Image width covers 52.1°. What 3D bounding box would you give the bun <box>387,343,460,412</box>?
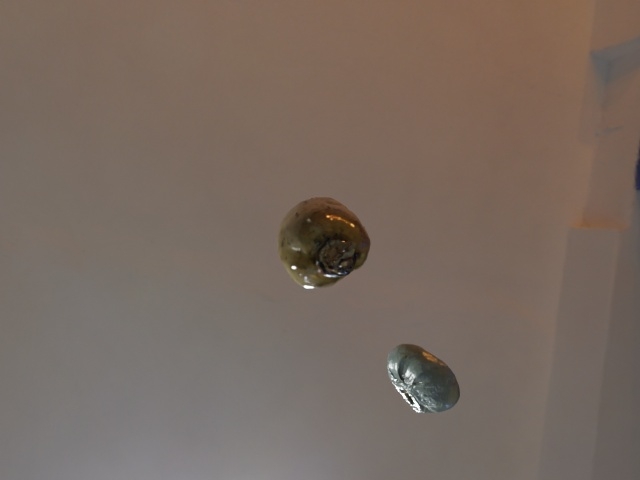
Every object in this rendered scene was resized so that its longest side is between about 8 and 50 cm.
[{"bbox_3d":[0.098,0.139,0.647,0.045,0.083,0.083,-41,-78,-22],"label":"bun"}]

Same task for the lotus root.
[{"bbox_3d":[0.000,0.000,0.528,0.072,0.152,0.063,-25,-72,-7],"label":"lotus root"}]
